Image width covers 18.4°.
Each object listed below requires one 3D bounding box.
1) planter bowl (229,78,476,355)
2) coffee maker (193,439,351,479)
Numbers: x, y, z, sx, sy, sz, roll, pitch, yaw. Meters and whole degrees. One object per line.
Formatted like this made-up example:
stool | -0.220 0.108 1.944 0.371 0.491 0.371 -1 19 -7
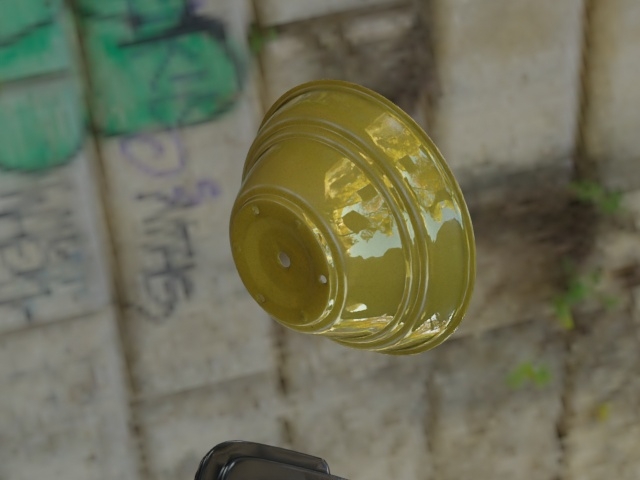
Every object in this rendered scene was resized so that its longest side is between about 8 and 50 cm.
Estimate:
planter bowl | 0.000 0.000 1.418 0.217 0.090 0.217 23 -55 36
coffee maker | -0.057 0.202 1.079 0.178 0.171 0.120 114 -37 -48
